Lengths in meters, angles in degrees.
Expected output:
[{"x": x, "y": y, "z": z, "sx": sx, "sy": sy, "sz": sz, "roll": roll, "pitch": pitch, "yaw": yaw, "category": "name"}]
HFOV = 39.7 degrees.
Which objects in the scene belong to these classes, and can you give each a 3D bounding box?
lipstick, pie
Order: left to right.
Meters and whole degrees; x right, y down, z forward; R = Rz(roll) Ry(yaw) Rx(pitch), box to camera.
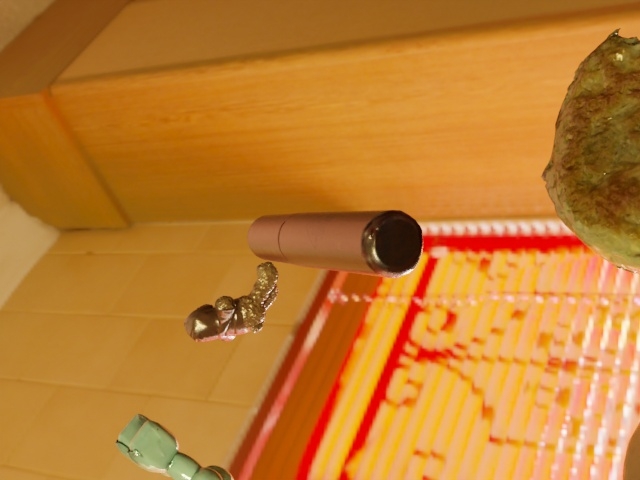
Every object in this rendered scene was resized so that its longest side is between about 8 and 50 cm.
[{"x": 0.000, "y": 0.000, "z": 0.844, "sx": 0.057, "sy": 0.356, "sz": 0.057, "roll": 0, "pitch": -89, "yaw": -18, "category": "lipstick"}, {"x": 0.407, "y": -0.096, "z": 0.983, "sx": 0.296, "sy": 0.371, "sz": 0.078, "roll": -55, "pitch": -43, "yaw": 0, "category": "pie"}]

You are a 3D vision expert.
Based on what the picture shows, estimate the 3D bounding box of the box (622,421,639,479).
[{"x": 0.242, "y": 0.045, "z": 0.204, "sx": 0.111, "sy": 0.396, "sz": 0.396, "roll": 47, "pitch": -155, "yaw": 4, "category": "box"}]

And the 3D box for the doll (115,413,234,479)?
[{"x": -0.174, "y": 0.282, "z": 1.106, "sx": 0.158, "sy": 0.159, "sz": 0.059, "roll": 42, "pitch": -110, "yaw": -19, "category": "doll"}]

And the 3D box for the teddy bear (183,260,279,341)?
[{"x": -0.121, "y": 0.110, "z": 1.325, "sx": 0.160, "sy": 0.078, "sz": 0.119, "roll": -30, "pitch": -25, "yaw": -16, "category": "teddy bear"}]
